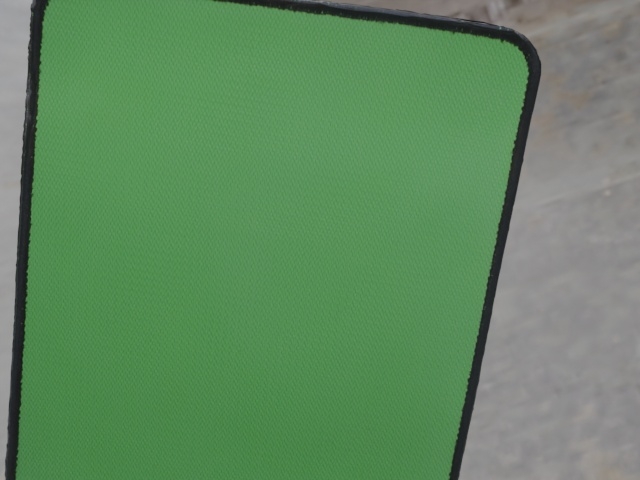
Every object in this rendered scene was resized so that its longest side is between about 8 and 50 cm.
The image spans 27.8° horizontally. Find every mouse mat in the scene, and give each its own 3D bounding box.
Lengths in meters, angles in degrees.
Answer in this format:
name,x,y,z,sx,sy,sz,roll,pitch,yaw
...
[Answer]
name,x,y,z,sx,sy,sz,roll,pitch,yaw
mouse mat,-0.020,0.016,0.410,0.153,0.189,0.007,7,20,-3
